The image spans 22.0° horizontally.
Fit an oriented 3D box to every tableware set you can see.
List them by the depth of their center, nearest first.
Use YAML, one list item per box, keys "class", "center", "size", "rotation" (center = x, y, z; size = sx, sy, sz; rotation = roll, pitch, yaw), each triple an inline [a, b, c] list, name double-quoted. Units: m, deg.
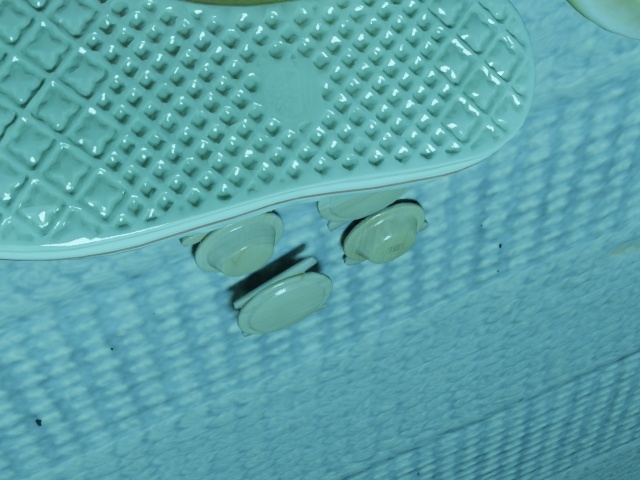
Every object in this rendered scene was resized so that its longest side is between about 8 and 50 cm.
- class: "tableware set"
  center: [0.000, 0.000, 0.970]
  size: [0.141, 0.020, 0.169]
  rotation: [-27, 154, -1]

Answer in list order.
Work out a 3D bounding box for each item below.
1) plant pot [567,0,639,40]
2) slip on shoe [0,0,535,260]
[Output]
- class: "plant pot"
  center: [0.081, -0.191, 0.407]
  size: [0.254, 0.239, 0.254]
  rotation: [-21, 155, -11]
- class: "slip on shoe"
  center: [-0.074, -0.059, 0.684]
  size: [0.331, 0.123, 0.101]
  rotation: [-7, -176, -24]
